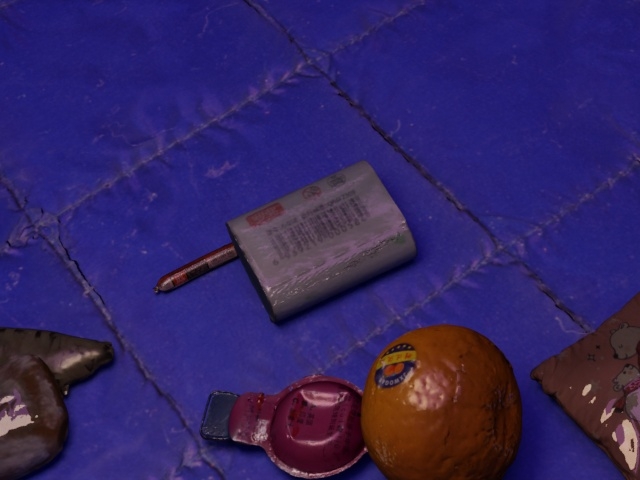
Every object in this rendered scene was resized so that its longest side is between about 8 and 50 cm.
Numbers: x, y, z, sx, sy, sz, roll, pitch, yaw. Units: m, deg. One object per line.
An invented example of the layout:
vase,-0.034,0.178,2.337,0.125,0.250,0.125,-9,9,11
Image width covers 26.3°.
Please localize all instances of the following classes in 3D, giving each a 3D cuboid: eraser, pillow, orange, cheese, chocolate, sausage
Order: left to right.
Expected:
chocolate,-0.467,0.252,1.815,0.254,0.080,0.157,-25,62,-3
pillow,-0.409,0.168,1.917,0.241,0.051,0.093,6,62,10
sausage,-0.155,0.030,1.996,0.198,0.025,0.028,-27,86,-10
cheese,-0.036,0.241,1.795,0.244,0.062,0.155,3,53,13
eraser,0.000,0.000,1.952,0.227,0.081,0.174,-24,65,-11
orange,0.148,0.213,1.693,0.193,0.219,0.219,-27,40,42
pillow,0.418,0.183,1.752,0.236,0.084,0.223,-34,57,-13
